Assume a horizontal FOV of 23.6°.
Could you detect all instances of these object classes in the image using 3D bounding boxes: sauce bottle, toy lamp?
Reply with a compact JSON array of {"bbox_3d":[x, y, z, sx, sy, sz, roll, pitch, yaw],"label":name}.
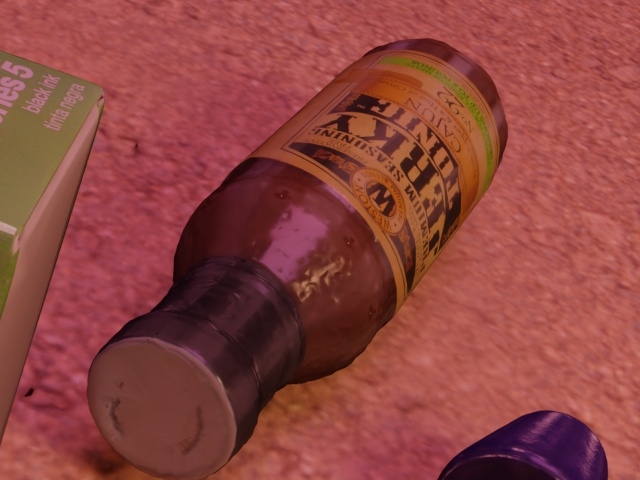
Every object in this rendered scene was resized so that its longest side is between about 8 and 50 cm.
[{"bbox_3d":[0.000,0.000,0.758,0.111,0.111,0.344,28,34,8],"label":"sauce bottle"},{"bbox_3d":[0.052,0.151,0.598,0.080,0.080,0.275,30,34,11],"label":"toy lamp"}]

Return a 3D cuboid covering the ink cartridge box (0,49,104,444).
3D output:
[{"bbox_3d":[-0.237,0.004,0.520,0.273,0.198,0.114,21,31,-4],"label":"ink cartridge box"}]
